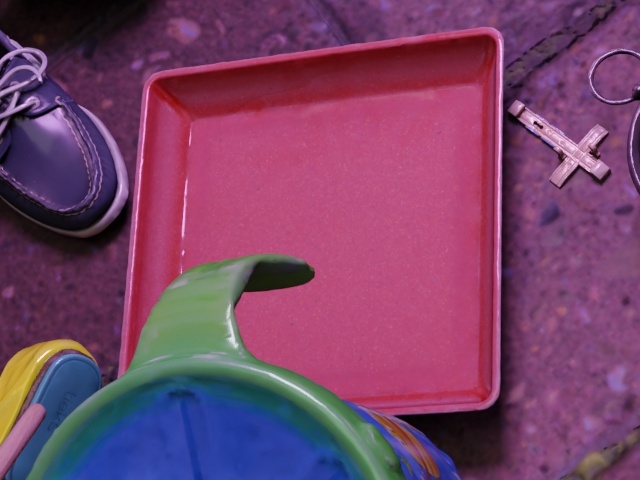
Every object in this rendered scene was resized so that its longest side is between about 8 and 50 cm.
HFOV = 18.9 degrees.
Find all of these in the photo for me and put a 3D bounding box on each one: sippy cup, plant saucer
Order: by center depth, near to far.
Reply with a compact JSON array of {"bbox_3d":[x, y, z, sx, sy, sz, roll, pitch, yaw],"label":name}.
[{"bbox_3d":[-0.018,0.179,1.071,0.240,0.224,0.305,28,98,21],"label":"sippy cup"},{"bbox_3d":[0.000,0.000,1.256,0.258,0.048,0.259,-6,66,20],"label":"plant saucer"}]

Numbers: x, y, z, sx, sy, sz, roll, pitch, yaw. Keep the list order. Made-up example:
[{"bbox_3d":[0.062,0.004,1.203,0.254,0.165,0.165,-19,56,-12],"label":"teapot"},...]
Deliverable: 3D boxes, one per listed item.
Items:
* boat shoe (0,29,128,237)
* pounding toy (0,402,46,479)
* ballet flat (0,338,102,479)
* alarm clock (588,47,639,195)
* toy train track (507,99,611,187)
[{"bbox_3d":[-0.230,-0.100,1.373,0.095,0.079,0.254,-41,60,2],"label":"boat shoe"},{"bbox_3d":[-0.140,0.183,1.147,0.094,0.206,0.181,-5,67,20],"label":"pounding toy"},{"bbox_3d":[-0.219,0.169,1.272,0.077,0.077,0.231,10,69,48],"label":"ballet flat"},{"bbox_3d":[0.241,-0.062,1.171,0.192,0.064,0.129,38,87,28],"label":"alarm clock"},{"bbox_3d":[0.152,-0.066,1.239,0.083,0.014,0.048,40,88,31],"label":"toy train track"}]
